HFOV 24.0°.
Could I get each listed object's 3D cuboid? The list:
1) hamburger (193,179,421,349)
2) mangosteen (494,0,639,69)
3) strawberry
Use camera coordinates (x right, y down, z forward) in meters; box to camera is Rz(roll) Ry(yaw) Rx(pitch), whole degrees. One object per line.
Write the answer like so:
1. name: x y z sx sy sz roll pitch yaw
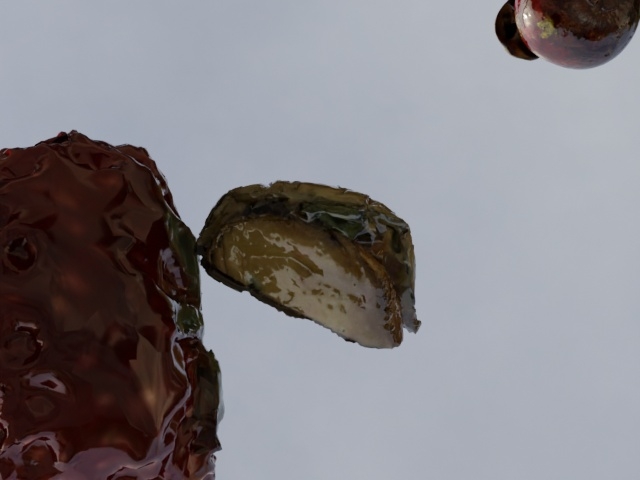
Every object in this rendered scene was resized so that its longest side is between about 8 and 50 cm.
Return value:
1. hamburger: 0.006 -0.003 1.085 0.176 0.102 0.087 26 -147 3
2. mangosteen: 0.284 -0.275 1.741 0.156 0.146 0.181 4 -168 -16
3. strawberry: -0.255 0.085 1.098 0.345 0.318 0.295 -7 -166 -30
